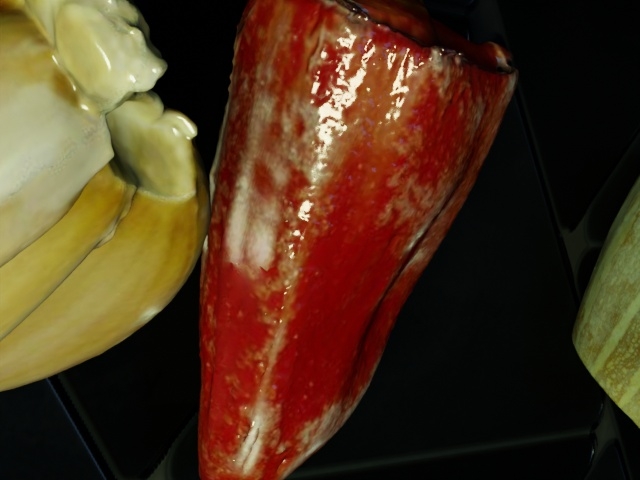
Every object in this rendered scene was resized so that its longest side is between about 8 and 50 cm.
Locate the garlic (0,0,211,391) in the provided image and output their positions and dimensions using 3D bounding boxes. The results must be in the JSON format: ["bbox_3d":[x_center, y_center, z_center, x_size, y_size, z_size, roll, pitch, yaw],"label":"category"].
[{"bbox_3d":[-0.138,-0.033,0.610,0.191,0.160,0.214,-28,170,2],"label":"garlic"}]

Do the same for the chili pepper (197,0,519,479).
[{"bbox_3d":[0.000,0.000,0.877,0.144,0.136,0.253,-115,-139,-73],"label":"chili pepper"}]

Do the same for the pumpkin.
[{"bbox_3d":[0.221,0.064,1.178,0.110,0.217,0.217,-32,139,5],"label":"pumpkin"}]
